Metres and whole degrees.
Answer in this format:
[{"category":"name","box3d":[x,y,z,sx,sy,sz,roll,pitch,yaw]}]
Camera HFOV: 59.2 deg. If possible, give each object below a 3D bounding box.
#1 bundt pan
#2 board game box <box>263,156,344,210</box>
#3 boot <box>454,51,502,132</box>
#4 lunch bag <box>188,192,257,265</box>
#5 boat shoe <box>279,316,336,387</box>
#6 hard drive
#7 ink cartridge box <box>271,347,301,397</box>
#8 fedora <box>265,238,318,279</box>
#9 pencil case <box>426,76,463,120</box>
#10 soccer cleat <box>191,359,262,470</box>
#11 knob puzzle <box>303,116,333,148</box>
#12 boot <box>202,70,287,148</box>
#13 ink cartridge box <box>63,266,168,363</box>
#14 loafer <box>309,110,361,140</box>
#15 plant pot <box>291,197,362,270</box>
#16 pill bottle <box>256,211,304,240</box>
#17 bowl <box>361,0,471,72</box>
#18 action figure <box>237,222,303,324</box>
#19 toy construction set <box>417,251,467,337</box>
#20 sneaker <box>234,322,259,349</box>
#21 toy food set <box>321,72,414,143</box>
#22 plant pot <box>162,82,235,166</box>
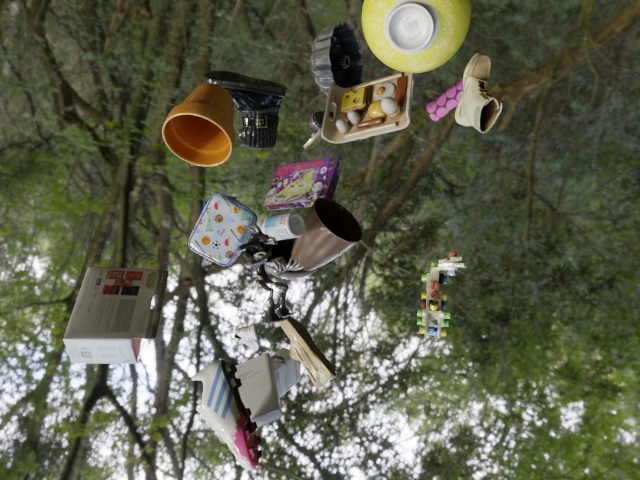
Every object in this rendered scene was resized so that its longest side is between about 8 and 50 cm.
[{"category":"bundt pan","box3d":[0.064,-0.776,2.466,0.124,0.331,0.331,3,-178,30]},{"category":"board game box","box3d":[-0.073,-0.235,2.351,0.347,0.208,0.056,-3,146,40]},{"category":"boot","box3d":[0.463,-0.422,1.608,0.077,0.213,0.165,8,-160,-14]},{"category":"lunch bag","box3d":[-0.434,-0.055,2.496,0.243,0.303,0.115,28,-179,5]},{"category":"boat shoe","box3d":[-0.079,0.455,2.340,0.341,0.110,0.121,51,-170,15]},{"category":"hard drive","box3d":[-0.240,0.501,1.838,0.203,0.040,0.307,-23,-155,-1]},{"category":"ink cartridge box","box3d":[-0.195,0.603,2.511,0.092,0.160,0.219,13,-151,35]},{"category":"fedora","box3d":[-0.109,0.081,2.384,0.275,0.124,0.244,-7,-125,-3]},{"category":"pencil case","box3d":[0.511,-0.556,2.198,0.098,0.209,0.095,-28,-91,-42]},{"category":"soccer cleat","box3d":[-0.277,0.516,1.642,0.116,0.143,0.331,60,-173,-67]},{"category":"knob puzzle","box3d":[0.003,-0.390,2.016,0.030,0.213,0.213,49,-165,1]},{"category":"boot","box3d":[-0.297,-0.486,2.145,0.348,0.260,0.131,3,-152,-31]},{"category":"ink cartridge box","box3d":[-0.643,0.239,1.831,0.272,0.130,0.309,2,-138,-5]},{"category":"loafer","box3d":[0.078,-0.443,2.268,0.302,0.109,0.095,2,160,-32]},{"category":"plant pot","box3d":[0.000,0.000,2.066,0.215,0.230,0.215,29,-148,-20]},{"category":"pill bottle","box3d":[-0.136,-0.044,1.882,0.160,0.087,0.087,-7,171,41]},{"category":"bowl","box3d":[0.236,-0.555,1.433,0.289,0.289,0.156,22,-146,1]},{"category":"action figure","box3d":[-0.127,0.078,1.523,0.141,0.276,0.164,-14,179,26]},{"category":"toy construction set","box3d":[0.436,0.198,2.112,0.151,0.328,0.215,17,176,13]},{"category":"sneaker","box3d":[-0.347,0.452,2.654,0.115,0.232,0.090,-2,-123,-2]},{"category":"toy food set","box3d":[0.150,-0.441,1.768,0.306,0.220,0.092,-7,152,32]},{"category":"plant pot","box3d":[-0.340,-0.357,1.673,0.205,0.205,0.188,19,-128,-10]}]
